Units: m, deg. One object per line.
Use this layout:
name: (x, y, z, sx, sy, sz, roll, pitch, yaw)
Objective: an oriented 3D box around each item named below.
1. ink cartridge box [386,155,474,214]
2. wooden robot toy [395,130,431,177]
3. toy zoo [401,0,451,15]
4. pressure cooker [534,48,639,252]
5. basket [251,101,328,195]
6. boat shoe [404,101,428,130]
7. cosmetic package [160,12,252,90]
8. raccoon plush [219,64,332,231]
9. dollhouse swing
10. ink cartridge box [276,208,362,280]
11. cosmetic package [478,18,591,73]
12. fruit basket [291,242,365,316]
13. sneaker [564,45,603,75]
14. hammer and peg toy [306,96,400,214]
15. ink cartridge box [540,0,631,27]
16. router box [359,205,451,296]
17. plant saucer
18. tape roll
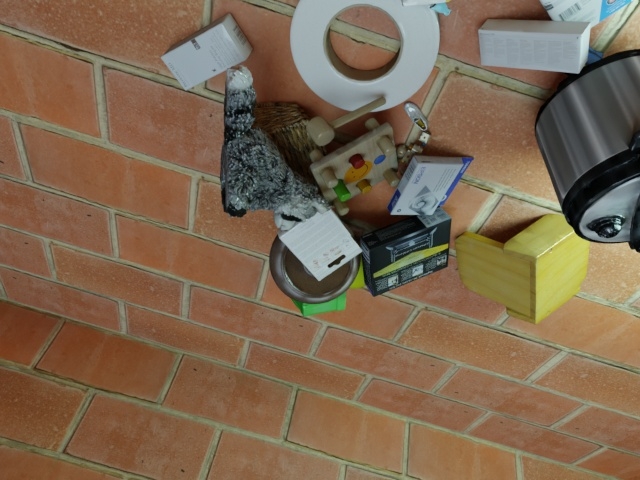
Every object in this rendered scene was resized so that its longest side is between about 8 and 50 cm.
ink cartridge box: (0.348, -0.168, 1.517, 0.224, 0.045, 0.223, -3, 141, -22)
wooden robot toy: (0.265, -0.269, 1.492, 0.079, 0.076, 0.173, 29, 135, 1)
toy zoo: (0.254, -0.651, 1.066, 0.192, 0.030, 0.293, -14, 120, 10)
pressure cooker: (0.742, -0.179, 1.153, 0.370, 0.420, 0.375, 10, 147, -21)
basket: (-0.107, -0.290, 1.548, 0.214, 0.223, 0.299, -22, 133, -9)
boat shoe: (0.279, -0.360, 1.416, 0.035, 0.035, 0.100, -26, 123, 35)
cosmetic package: (-0.321, -0.528, 1.369, 0.231, 0.085, 0.117, -17, 128, 27)
raccoon plush: (-0.106, -0.220, 1.308, 0.299, 0.216, 0.446, -2, 133, -17)
dollhouse swing: (0.703, 0.062, 1.715, 0.315, 0.305, 0.346, -32, 131, -12)
ink cartridge box: (0.000, 0.000, 1.531, 0.181, 0.056, 0.224, -35, 125, 9)
cosmetic package: (0.503, -0.466, 1.154, 0.239, 0.060, 0.099, 22, 153, 36)
fruit basket: (0.056, 0.084, 1.820, 0.392, 0.283, 0.392, -24, 140, -22)
sneaker: (0.597, -0.478, 1.204, 0.209, 0.082, 0.069, 29, 178, 5)
hammer and peg toy: (0.104, -0.234, 1.388, 0.266, 0.127, 0.361, -29, 154, 0)
ink cartridge box: (0.568, -0.578, 1.082, 0.203, 0.086, 0.148, 40, 132, -24)
router box: (0.296, 0.041, 1.679, 0.309, 0.081, 0.243, -20, 135, -11)
plant saucer: (-0.012, 0.068, 1.598, 0.311, 0.050, 0.310, -2, 102, -11)
tape roll: (0.114, -0.524, 1.268, 0.392, 0.072, 0.392, 8, 135, 8)
